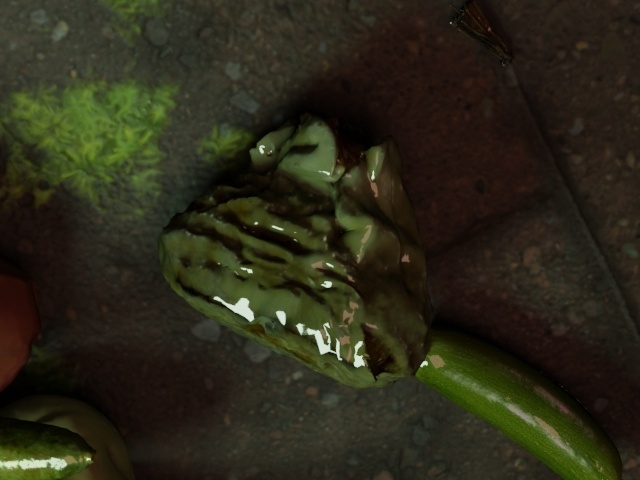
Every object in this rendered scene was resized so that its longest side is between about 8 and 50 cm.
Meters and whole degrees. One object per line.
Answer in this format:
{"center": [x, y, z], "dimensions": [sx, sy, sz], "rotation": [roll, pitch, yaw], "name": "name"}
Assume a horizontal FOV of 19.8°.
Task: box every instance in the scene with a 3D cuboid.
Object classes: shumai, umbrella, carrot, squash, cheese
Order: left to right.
{"center": [-0.355, 0.178, 1.588], "dimensions": [0.358, 0.074, 0.074], "rotation": [2, 116, 21], "name": "carrot"}
{"center": [-0.259, 0.234, 1.636], "dimensions": [0.235, 0.218, 0.117], "rotation": [10, 139, 19], "name": "cheese"}
{"center": [-0.001, 0.002, 1.608], "dimensions": [0.256, 0.189, 0.218], "rotation": [22, 89, 14], "name": "shumai"}
{"center": [0.143, -0.183, 1.623], "dimensions": [0.083, 0.020, 0.031], "rotation": [39, 63, -22], "name": "umbrella"}
{"center": [0.185, 0.153, 1.739], "dimensions": [0.318, 0.080, 0.071], "rotation": [36, 106, -20], "name": "squash"}

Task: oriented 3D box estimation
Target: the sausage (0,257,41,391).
{"center": [-0.367, 0.061, 1.547], "dimensions": [0.279, 0.152, 0.152], "rotation": [15, 112, -42], "name": "sausage"}
